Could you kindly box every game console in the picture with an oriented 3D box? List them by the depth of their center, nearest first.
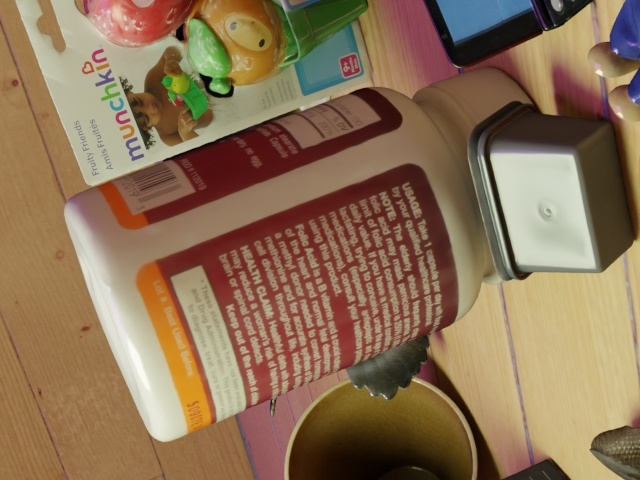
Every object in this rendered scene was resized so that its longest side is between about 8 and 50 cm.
[{"bbox_3d":[0.125,-0.217,0.958,0.124,0.085,0.144,145,103,-77],"label":"game console"}]

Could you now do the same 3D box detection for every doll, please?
[{"bbox_3d":[0.217,-0.151,0.781,0.189,0.046,0.129,102,154,-56],"label":"doll"}]

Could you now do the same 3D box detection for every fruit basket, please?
[{"bbox_3d":[-0.136,-0.268,1.350,0.165,0.353,0.327,-6,105,61],"label":"fruit basket"}]

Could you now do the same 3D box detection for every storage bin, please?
[{"bbox_3d":[0.188,-0.038,1.010,0.091,0.098,0.135,7,122,43],"label":"storage bin"}]

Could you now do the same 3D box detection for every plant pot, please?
[{"bbox_3d":[0.095,0.322,1.685,0.237,0.237,0.254,62,179,26],"label":"plant pot"}]

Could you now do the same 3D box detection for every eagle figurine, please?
[{"bbox_3d":[-0.010,0.050,1.612,0.226,0.225,0.298,-163,50,-78],"label":"eagle figurine"}]

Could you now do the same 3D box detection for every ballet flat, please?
[{"bbox_3d":[0.281,0.170,1.032,0.084,0.058,0.250,32,170,1],"label":"ballet flat"}]

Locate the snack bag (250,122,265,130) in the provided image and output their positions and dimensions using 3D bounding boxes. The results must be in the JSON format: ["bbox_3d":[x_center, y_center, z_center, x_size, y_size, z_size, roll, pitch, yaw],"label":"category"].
[{"bbox_3d":[-0.080,-0.063,2.125,0.342,0.037,0.323,-135,26,-60],"label":"snack bag"}]

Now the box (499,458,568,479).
[{"bbox_3d":[0.165,0.457,1.365,0.179,0.312,0.343,-130,23,-54],"label":"box"}]

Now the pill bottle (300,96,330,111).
[{"bbox_3d":[-0.023,-0.205,1.656,0.043,0.043,0.083,90,155,-57],"label":"pill bottle"}]

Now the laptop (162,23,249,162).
[{"bbox_3d":[-0.077,-0.140,1.909,0.408,0.236,0.382,43,164,-17],"label":"laptop"}]

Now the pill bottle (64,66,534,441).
[{"bbox_3d":[0.000,0.000,1.124,0.224,0.392,0.224,159,90,-77],"label":"pill bottle"}]
